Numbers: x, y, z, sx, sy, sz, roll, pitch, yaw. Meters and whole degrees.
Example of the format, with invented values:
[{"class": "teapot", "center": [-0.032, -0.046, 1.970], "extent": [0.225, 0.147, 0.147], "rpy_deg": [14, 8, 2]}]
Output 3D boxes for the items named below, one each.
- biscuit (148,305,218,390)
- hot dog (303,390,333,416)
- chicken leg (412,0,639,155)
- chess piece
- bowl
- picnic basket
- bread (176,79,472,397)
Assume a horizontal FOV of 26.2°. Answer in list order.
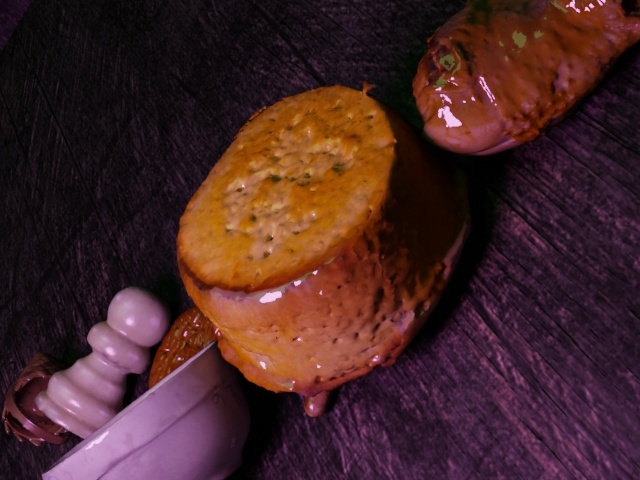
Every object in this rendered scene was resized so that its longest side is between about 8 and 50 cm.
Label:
[{"class": "biscuit", "center": [-0.210, 0.188, 2.134], "extent": [0.188, 0.027, 0.187], "rpy_deg": [-33, 44, 38]}, {"class": "hot dog", "center": [0.006, 0.161, 1.821], "extent": [0.090, 0.060, 0.140], "rpy_deg": [-25, 39, 46]}, {"class": "chicken leg", "center": [0.288, -0.273, 1.656], "extent": [0.409, 0.182, 0.295], "rpy_deg": [-29, 29, 34]}, {"class": "chess piece", "center": [-0.334, 0.189, 2.218], "extent": [0.251, 0.144, 0.144], "rpy_deg": [-57, 32, -1]}, {"class": "bowl", "center": [-0.219, 0.286, 1.889], "extent": [0.307, 0.163, 0.307], "rpy_deg": [-35, -1, -1]}, {"class": "picnic basket", "center": [-0.476, 0.288, 2.343], "extent": [0.137, 0.128, 0.178], "rpy_deg": [-56, 23, 15]}, {"class": "bread", "center": [0.000, 0.000, 1.755], "extent": [0.398, 0.215, 0.398], "rpy_deg": [-22, 44, 23]}]
